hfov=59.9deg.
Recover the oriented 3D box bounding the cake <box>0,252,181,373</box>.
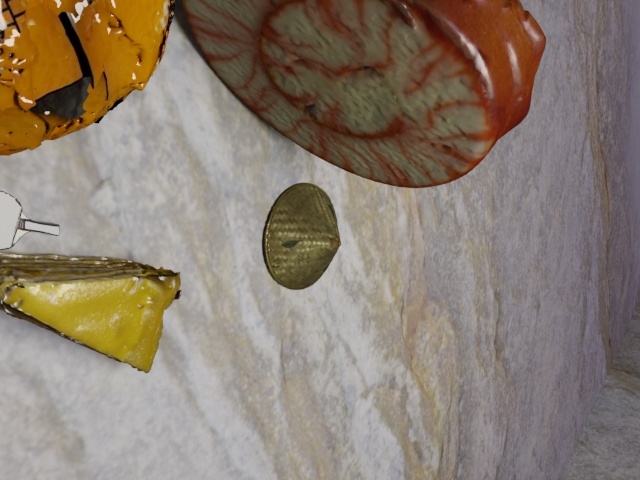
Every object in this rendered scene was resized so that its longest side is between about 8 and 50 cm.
[{"bbox_3d":[-0.216,0.069,0.493,0.185,0.080,0.116,-9,118,-59],"label":"cake"}]

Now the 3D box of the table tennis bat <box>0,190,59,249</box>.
[{"bbox_3d":[-0.258,-0.015,0.458,0.083,0.007,0.050,11,89,-49],"label":"table tennis bat"}]

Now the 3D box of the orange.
[{"bbox_3d":[-0.201,-0.168,0.336,0.234,0.182,0.234,-49,157,-29],"label":"orange"}]

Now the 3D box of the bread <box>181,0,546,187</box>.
[{"bbox_3d":[0.030,-0.185,0.533,0.328,0.295,0.114,35,69,-14],"label":"bread"}]

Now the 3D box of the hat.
[{"bbox_3d":[0.000,0.000,0.721,0.146,0.067,0.145,-14,109,-48],"label":"hat"}]
